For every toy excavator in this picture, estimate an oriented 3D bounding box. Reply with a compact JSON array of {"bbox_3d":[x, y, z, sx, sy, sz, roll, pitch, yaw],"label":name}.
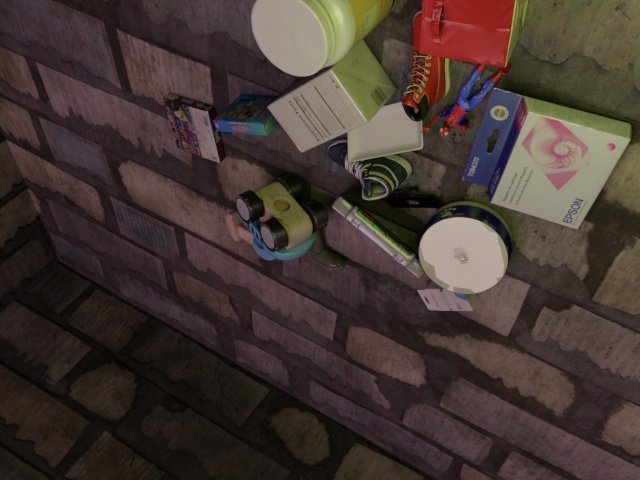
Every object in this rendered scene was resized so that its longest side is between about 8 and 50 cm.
[{"bbox_3d":[-0.203,-0.047,2.392,0.433,0.222,0.445,49,149,25],"label":"toy excavator"}]

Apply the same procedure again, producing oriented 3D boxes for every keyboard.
[{"bbox_3d":[0.288,-0.137,2.039,0.192,0.038,0.100,2,155,40],"label":"keyboard"}]

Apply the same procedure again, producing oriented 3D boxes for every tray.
[{"bbox_3d":[0.186,-0.310,1.875,0.270,0.030,0.145,-4,84,44],"label":"tray"}]

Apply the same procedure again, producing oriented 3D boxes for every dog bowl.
[{"bbox_3d":[0.428,0.023,1.945,0.265,0.104,0.264,11,122,17],"label":"dog bowl"}]

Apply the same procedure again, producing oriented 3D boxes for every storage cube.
[{"bbox_3d":[0.336,-0.511,1.412,0.193,0.215,0.183,16,139,19],"label":"storage cube"}]

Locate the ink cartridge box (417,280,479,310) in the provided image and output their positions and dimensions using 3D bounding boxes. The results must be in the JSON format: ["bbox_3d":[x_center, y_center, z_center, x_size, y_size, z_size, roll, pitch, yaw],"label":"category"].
[{"bbox_3d":[0.432,0.183,2.230,0.180,0.060,0.104,-5,127,45],"label":"ink cartridge box"}]

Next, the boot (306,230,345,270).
[{"bbox_3d":[0.000,0.002,2.425,0.190,0.076,0.208,17,133,27],"label":"boot"}]

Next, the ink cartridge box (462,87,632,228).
[{"bbox_3d":[0.545,-0.196,1.643,0.330,0.071,0.324,17,142,9],"label":"ink cartridge box"}]

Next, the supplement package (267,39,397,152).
[{"bbox_3d":[0.029,-0.398,1.840,0.293,0.177,0.175,-15,119,50],"label":"supplement package"}]

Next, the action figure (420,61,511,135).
[{"bbox_3d":[0.356,-0.336,1.657,0.091,0.139,0.280,38,148,4],"label":"action figure"}]

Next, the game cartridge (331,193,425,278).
[{"bbox_3d":[0.191,-0.022,2.110,0.355,0.068,0.230,39,-177,-1],"label":"game cartridge"}]

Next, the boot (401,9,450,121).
[{"bbox_3d":[0.248,-0.424,1.614,0.088,0.176,0.244,15,137,34],"label":"boot"}]

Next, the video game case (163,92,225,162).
[{"bbox_3d":[-0.458,-0.409,2.394,0.210,0.042,0.232,20,141,25],"label":"video game case"}]

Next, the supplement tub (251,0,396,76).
[{"bbox_3d":[0.014,-0.556,1.539,0.241,0.331,0.241,24,143,20],"label":"supplement tub"}]

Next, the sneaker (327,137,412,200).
[{"bbox_3d":[0.119,-0.215,1.987,0.282,0.153,0.099,20,141,25],"label":"sneaker"}]

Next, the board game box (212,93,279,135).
[{"bbox_3d":[-0.211,-0.399,2.076,0.210,0.160,0.047,11,137,35],"label":"board game box"}]
